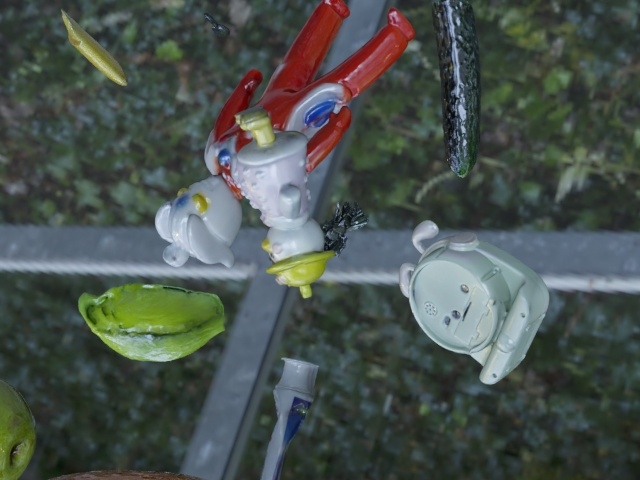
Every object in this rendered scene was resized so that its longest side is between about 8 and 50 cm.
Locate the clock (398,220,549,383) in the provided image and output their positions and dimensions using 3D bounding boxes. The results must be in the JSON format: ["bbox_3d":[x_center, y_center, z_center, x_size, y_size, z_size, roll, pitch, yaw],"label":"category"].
[{"bbox_3d":[0.172,0.068,1.594,0.191,0.062,0.151,36,132,22],"label":"clock"}]

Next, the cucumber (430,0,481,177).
[{"bbox_3d":[0.167,-0.183,1.601,0.052,0.215,0.058,-2,-176,35],"label":"cucumber"}]

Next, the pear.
[{"bbox_3d":[-0.486,0.253,1.782,0.216,0.166,0.180,22,154,28],"label":"pear"}]

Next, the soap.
[{"bbox_3d":[-0.379,-0.317,2.191,0.168,0.033,0.089,45,177,-28],"label":"soap"}]

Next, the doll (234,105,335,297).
[{"bbox_3d":[-0.038,-0.038,1.351,0.081,0.207,0.129,-18,-164,-10],"label":"doll"}]

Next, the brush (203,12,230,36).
[{"bbox_3d":[-0.148,-0.305,1.876,0.024,0.008,0.083,-4,167,16],"label":"brush"}]

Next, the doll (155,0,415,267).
[{"bbox_3d":[-0.056,-0.124,1.532,0.188,0.384,0.099,26,167,47],"label":"doll"}]

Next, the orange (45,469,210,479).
[{"bbox_3d":[-0.163,0.371,1.054,0.423,0.424,0.326,4,133,28],"label":"orange"}]

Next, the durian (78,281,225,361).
[{"bbox_3d":[-0.288,0.140,2.270,0.250,0.139,0.101,-3,134,-4],"label":"durian"}]

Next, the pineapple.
[{"bbox_3d":[0.000,0.000,1.979,0.074,0.159,0.074,52,174,8],"label":"pineapple"}]

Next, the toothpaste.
[{"bbox_3d":[-0.061,0.301,1.898,0.061,0.266,0.096,15,173,-2],"label":"toothpaste"}]
